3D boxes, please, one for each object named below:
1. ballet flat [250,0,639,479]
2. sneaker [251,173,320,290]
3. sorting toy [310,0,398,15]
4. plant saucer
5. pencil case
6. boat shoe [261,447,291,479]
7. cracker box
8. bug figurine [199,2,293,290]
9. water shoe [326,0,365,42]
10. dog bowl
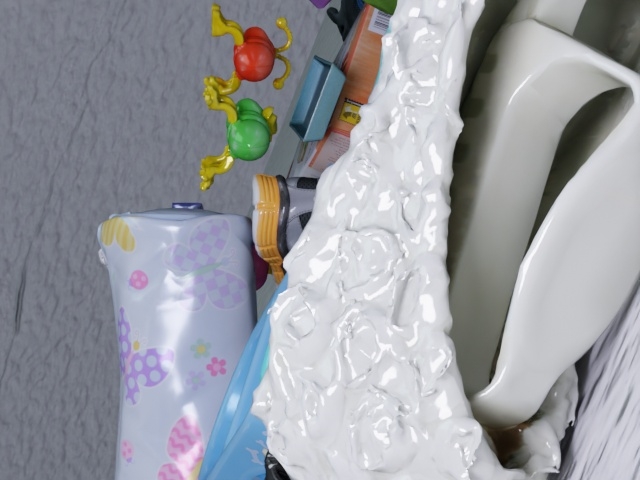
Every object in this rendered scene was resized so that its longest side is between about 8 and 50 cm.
[{"bbox_3d":[0.099,-0.078,0.730,0.147,0.147,0.409,150,137,-81],"label":"ballet flat"},{"bbox_3d":[0.000,0.000,1.526,0.215,0.083,0.084,55,-149,-75],"label":"sneaker"},{"bbox_3d":[0.075,-0.263,1.472,0.126,0.127,0.365,-47,15,-14],"label":"sorting toy"},{"bbox_3d":[-0.003,-0.118,1.576,0.192,0.018,0.067,-116,46,-82],"label":"plant saucer"},{"bbox_3d":[-0.108,0.106,1.472,0.113,0.124,0.273,172,95,-89],"label":"pencil case"},{"bbox_3d":[0.007,0.121,1.029,0.219,0.078,0.070,57,-126,-87],"label":"boat shoe"},{"bbox_3d":[0.028,-0.104,1.654,0.232,0.067,0.155,121,168,-64],"label":"cracker box"},{"bbox_3d":[-0.066,-0.054,1.622,0.216,0.072,0.279,-90,4,-69],"label":"bug figurine"},{"bbox_3d":[0.055,-0.260,1.795,0.073,0.080,0.203,-21,-30,-37],"label":"water shoe"},{"bbox_3d":[-0.017,0.104,1.297,0.297,0.074,0.166,122,168,-61],"label":"dog bowl"}]
